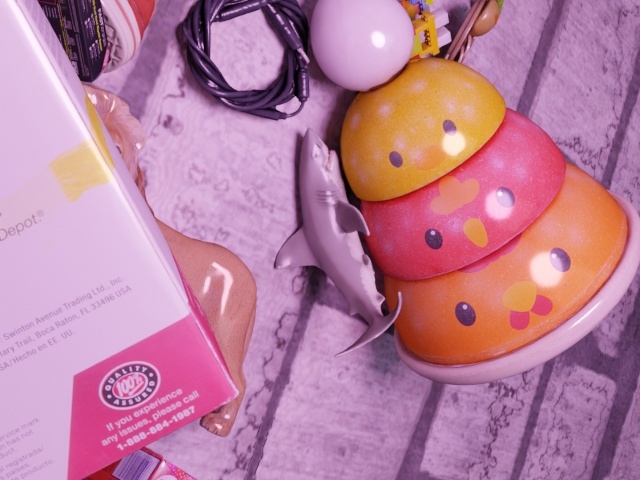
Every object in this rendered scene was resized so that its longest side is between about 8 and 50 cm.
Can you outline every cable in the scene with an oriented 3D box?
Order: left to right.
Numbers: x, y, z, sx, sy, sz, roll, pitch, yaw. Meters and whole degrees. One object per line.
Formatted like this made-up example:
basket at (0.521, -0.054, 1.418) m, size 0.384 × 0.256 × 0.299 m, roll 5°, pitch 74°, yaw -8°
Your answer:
cable at (-0.073, -0.213, 1.038) m, size 0.184 × 0.047 × 0.150 m, roll 9°, pitch 92°, yaw -47°

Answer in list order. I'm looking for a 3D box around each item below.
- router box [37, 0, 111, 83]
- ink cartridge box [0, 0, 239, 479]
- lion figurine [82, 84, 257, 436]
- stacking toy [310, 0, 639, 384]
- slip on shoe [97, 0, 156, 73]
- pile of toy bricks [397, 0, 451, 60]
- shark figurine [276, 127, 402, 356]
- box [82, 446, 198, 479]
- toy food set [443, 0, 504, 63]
router box at (-0.232, -0.197, 0.800) m, size 0.122 × 0.092 × 0.038 m, roll 92°, pitch 15°, yaw -45°
ink cartridge box at (-0.271, -0.004, 0.681) m, size 0.279 × 0.160 × 0.384 m, roll -26°, pitch 116°, yaw -4°
lion figurine at (-0.168, 0.031, 0.938) m, size 0.392 × 0.142 × 0.240 m, roll 38°, pitch 73°, yaw -51°
stacking toy at (0.133, -0.094, 1.156) m, size 0.350 × 0.351 × 0.480 m, roll -50°, pitch 114°, yaw -27°
slip on shoe at (-0.236, -0.302, 0.802) m, size 0.331 × 0.123 × 0.101 m, roll 64°, pitch 35°, yaw -36°
pile of toy bricks at (0.080, -0.314, 1.155) m, size 0.105 × 0.118 × 0.212 m, roll -29°, pitch 141°, yaw -8°
shark figurine at (0.008, 0.028, 1.125) m, size 0.116 × 0.278 × 0.166 m, roll -17°, pitch 152°, yaw -4°
box at (-0.208, 0.232, 0.843) m, size 0.122 × 0.257 × 0.128 m, roll 48°, pitch 64°, yaw -40°
toy food set at (0.200, -0.268, 1.274) m, size 0.192 × 0.038 × 0.132 m, roll -60°, pitch 178°, yaw -18°
